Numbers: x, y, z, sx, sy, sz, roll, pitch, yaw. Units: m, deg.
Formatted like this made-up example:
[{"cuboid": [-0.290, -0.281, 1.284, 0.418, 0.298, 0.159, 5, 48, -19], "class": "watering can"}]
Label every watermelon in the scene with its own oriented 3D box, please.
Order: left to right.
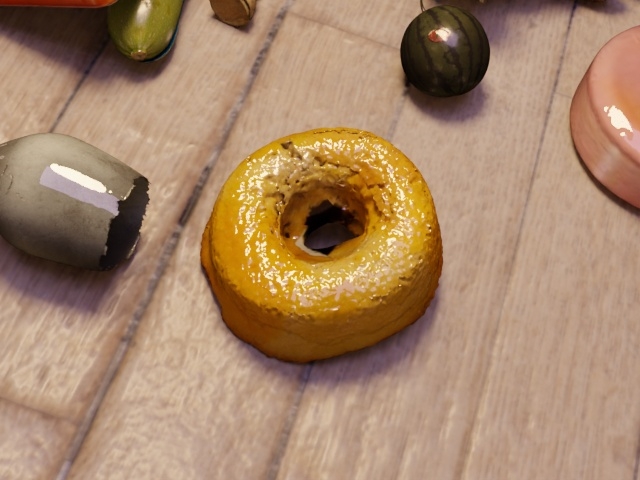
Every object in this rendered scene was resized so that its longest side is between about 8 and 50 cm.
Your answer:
[{"cuboid": [0.140, -0.232, 1.142, 0.105, 0.105, 0.133, -20, 84, -21], "class": "watermelon"}]

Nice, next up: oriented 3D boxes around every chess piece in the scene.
[{"cuboid": [-0.076, -0.339, 1.205, 0.060, 0.060, 0.172, 25, 56, 5], "class": "chess piece"}]

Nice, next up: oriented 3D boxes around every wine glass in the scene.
[{"cuboid": [-0.294, -0.057, 0.953, 0.241, 0.126, 0.126, 20, 58, 6], "class": "wine glass"}]

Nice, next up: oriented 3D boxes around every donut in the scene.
[{"cuboid": [0.003, 0.000, 0.984, 0.253, 0.118, 0.254, -2, 65, 4], "class": "donut"}]

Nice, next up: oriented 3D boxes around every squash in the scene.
[{"cuboid": [-0.189, -0.349, 1.172, 0.094, 0.094, 0.341, 13, 58, -2], "class": "squash"}]

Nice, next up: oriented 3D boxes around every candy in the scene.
[{"cuboid": [0.418, -0.148, 1.149, 0.255, 0.094, 0.255, 4, 58, -7], "class": "candy"}]

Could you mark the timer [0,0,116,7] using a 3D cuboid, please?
[{"cuboid": [-0.285, -0.389, 1.113, 0.257, 0.161, 0.250, 8, 38, 28], "class": "timer"}]

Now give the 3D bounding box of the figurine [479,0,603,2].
[{"cuboid": [0.270, -0.403, 1.253, 0.332, 0.185, 0.204, -8, 26, -35], "class": "figurine"}]
